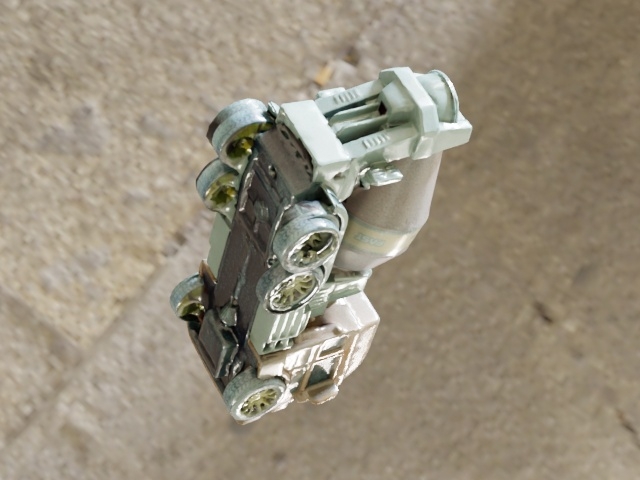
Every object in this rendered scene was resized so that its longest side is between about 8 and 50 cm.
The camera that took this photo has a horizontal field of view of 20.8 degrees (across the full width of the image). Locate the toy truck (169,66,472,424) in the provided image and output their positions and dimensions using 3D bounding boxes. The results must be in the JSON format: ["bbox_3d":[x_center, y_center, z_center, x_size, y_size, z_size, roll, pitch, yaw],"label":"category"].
[{"bbox_3d":[0.000,0.000,1.109,0.140,0.108,0.257,-15,144,-27],"label":"toy truck"}]
